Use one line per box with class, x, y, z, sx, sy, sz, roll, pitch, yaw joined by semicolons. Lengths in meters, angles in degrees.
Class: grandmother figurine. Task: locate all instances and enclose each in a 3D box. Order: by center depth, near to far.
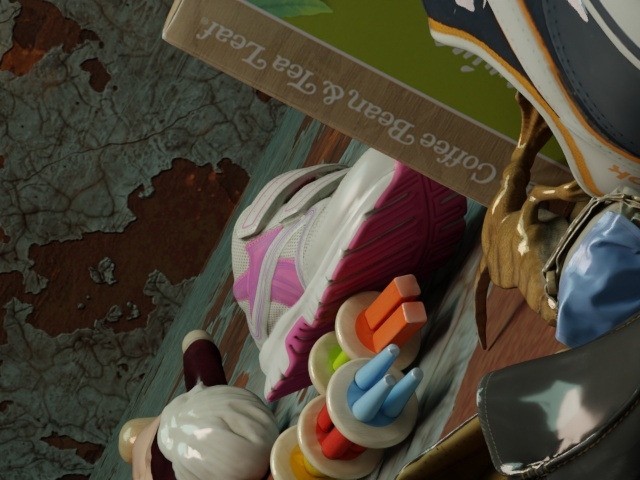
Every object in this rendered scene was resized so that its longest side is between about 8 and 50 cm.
grandmother figurine;-0.105;0.175;1.638;0.342;0.104;0.208;147;121;-73

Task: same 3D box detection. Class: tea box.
tea box;0.094;-0.226;1.031;0.323;0.220;0.329;-61;7;18

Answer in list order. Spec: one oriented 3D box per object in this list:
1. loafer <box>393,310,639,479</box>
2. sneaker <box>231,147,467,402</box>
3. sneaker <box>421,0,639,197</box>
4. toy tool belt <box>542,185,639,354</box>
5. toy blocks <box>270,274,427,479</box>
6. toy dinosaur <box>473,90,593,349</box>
loafer;0.080;0.066;0.676;0.170;0.061;0.062;-56;8;45
sneaker;0.000;0.000;1.219;0.103;0.111;0.252;-19;-21;-33
sneaker;0.080;-0.158;0.775;0.127;0.126;0.321;117;141;-53
toy tool belt;0.104;0.023;0.709;0.051;0.052;0.083;-67;1;-82
toy blocks;0.030;0.071;1.102;0.148;0.054;0.123;-54;12;57
toy dinosaur;0.090;-0.003;0.877;0.112;0.064;0.211;-65;6;0
